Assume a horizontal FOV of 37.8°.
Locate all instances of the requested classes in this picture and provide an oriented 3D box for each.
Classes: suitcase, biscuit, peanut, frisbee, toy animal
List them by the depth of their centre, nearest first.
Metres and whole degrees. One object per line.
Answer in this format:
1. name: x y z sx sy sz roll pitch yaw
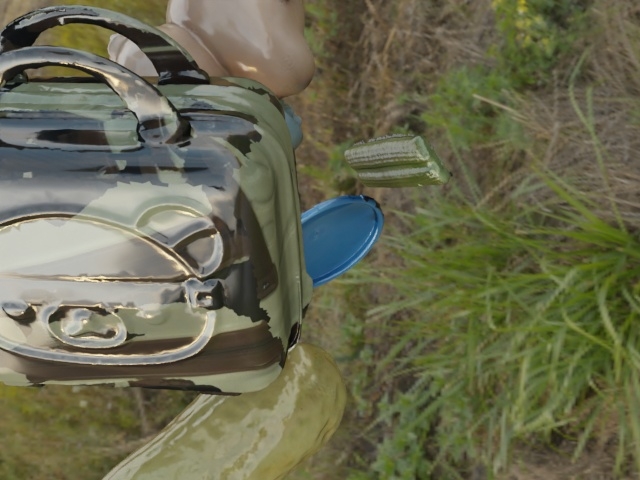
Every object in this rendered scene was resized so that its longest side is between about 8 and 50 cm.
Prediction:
1. suitcase: -0.184 -0.036 0.814 0.194 0.352 0.339 -80 -11 -53
2. peanut: -0.102 0.231 0.941 0.319 0.147 0.147 -41 36 -11
3. toy animal: -0.129 -0.204 1.056 0.210 0.221 0.229 -154 61 -65
4. biscuit: 0.120 -0.132 1.613 0.038 0.099 0.322 -38 15 -16
5. frisbee: 0.000 0.000 1.628 0.242 0.242 0.045 -53 53 30
